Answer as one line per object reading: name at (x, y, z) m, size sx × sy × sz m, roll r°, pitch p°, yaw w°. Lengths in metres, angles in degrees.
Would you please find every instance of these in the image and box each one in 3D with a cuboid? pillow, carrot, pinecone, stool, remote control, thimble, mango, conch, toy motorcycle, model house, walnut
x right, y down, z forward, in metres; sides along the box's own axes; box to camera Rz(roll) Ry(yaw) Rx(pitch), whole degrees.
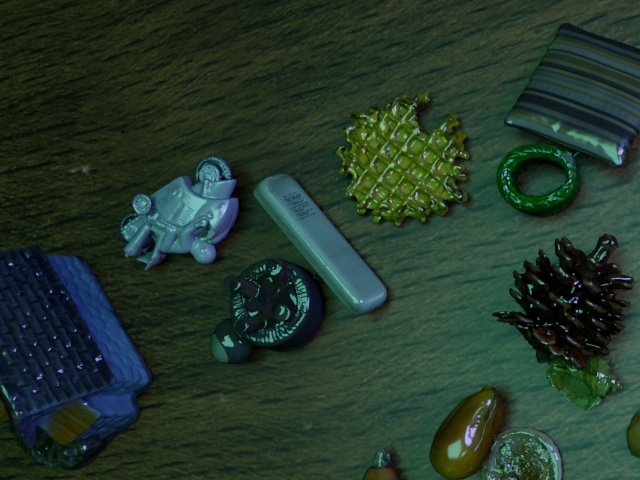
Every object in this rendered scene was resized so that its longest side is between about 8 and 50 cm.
pillow at (0.434, -0.235, 1.711) m, size 0.208 × 0.052 × 0.212 m, roll 27°, pitch 75°, yaw 25°
carrot at (0.094, 0.509, 1.746) m, size 0.069 × 0.069 × 0.336 m, roll 1°, pitch 85°, yaw 21°
pinecone at (0.384, 0.085, 1.641) m, size 0.185 × 0.169 × 0.212 m, roll 30°, pitch 77°, yaw 12°
stool at (-0.094, 0.128, 1.830) m, size 0.153 × 0.139 × 0.228 m, roll 31°, pitch 91°, yaw 23°
remote control at (0.000, 0.000, 1.843) m, size 0.309 × 0.090 × 0.038 m, roll 49°, pitch 137°, yaw 19°
thimble at (0.353, -0.098, 1.720) m, size 0.130 × 0.090 × 0.118 m, roll -28°, pitch 76°, yaw 16°
mango at (0.238, 0.310, 1.704) m, size 0.084 × 0.105 × 0.159 m, roll 43°, pitch 83°, yaw -9°
conch at (0.409, 0.219, 1.661) m, size 0.121 × 0.074 × 0.089 m, roll 12°, pitch 90°, yaw 20°
toy motorcycle at (-0.244, -0.031, 1.933) m, size 0.260 × 0.110 × 0.171 m, roll -34°, pitch 84°, yaw 18°
model house at (-0.534, 0.218, 1.879) m, size 0.297 × 0.339 × 0.360 m, roll -35°, pitch 72°, yaw 11°
walnut at (0.519, 0.288, 1.622) m, size 0.121 × 0.052 × 0.091 m, roll -39°, pitch 68°, yaw 9°

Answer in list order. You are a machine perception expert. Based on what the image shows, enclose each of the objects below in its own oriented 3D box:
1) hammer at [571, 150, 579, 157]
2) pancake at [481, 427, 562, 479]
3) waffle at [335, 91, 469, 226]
hammer at (0.451, -0.175, 1.736) m, size 0.110 × 0.019 × 0.035 m, roll -45°, pitch 70°, yaw 15°
pancake at (0.319, 0.366, 1.701) m, size 0.139 × 0.022 × 0.140 m, roll -3°, pitch 81°, yaw 21°
waffle at (0.139, -0.139, 1.830) m, size 0.231 × 0.051 × 0.229 m, roll -11°, pitch 81°, yaw 20°
